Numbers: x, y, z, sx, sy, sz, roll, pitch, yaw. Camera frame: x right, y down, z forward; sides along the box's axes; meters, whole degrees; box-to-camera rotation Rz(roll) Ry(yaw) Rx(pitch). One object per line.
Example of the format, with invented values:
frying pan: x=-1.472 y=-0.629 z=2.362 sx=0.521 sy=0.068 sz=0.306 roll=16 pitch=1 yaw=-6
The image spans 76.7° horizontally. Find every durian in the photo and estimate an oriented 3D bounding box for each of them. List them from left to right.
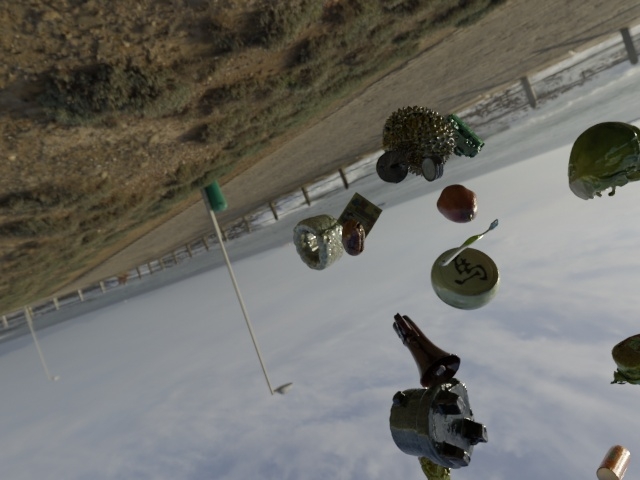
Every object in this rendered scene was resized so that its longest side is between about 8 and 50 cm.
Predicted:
durian: x=0.361 y=-0.379 z=1.503 sx=0.292 sy=0.259 sz=0.258 roll=23 pitch=174 yaw=-8

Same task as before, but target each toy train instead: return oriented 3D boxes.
toy train: x=0.701 y=-0.527 z=2.062 sx=0.115 sy=0.269 sz=0.154 roll=-48 pitch=169 yaw=35

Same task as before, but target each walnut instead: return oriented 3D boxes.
walnut: x=0.153 y=-0.016 z=1.878 sx=0.115 sy=0.207 sz=0.116 roll=-5 pitch=-147 yaw=3

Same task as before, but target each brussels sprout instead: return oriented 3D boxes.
brussels sprout: x=1.272 y=-0.361 z=1.805 sx=0.371 sy=0.315 sz=0.276 roll=-37 pitch=171 yaw=0

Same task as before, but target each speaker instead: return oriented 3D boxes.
speaker: x=0.404 y=0.456 z=1.754 sx=0.258 sy=0.329 sz=0.198 roll=16 pitch=112 yaw=-40

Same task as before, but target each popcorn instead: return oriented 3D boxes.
popcorn: x=0.445 y=0.871 z=1.567 sx=0.126 sy=0.126 sz=0.145 roll=-4 pitch=-174 yaw=-19

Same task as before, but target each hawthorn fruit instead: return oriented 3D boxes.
hawthorn fruit: x=0.694 y=-0.166 z=2.003 sx=0.199 sy=0.200 sz=0.251 roll=-19 pitch=-148 yaw=4

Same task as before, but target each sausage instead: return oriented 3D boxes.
sausage: x=1.088 y=0.818 z=1.491 sx=0.234 sy=0.071 sz=0.071 roll=-7 pitch=172 yaw=-43

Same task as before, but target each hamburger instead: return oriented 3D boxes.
hamburger: x=1.167 y=0.450 z=1.487 sx=0.235 sy=0.125 sz=0.214 roll=-30 pitch=175 yaw=21

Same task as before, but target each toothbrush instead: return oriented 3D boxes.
toothbrush: x=0.431 y=0.008 z=1.165 sx=0.262 sy=0.026 sz=0.022 roll=-32 pitch=-135 yaw=-23

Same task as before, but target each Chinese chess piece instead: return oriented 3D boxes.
Chinese chess piece: x=0.540 y=0.139 z=1.515 sx=0.250 sy=0.251 sz=0.101 roll=-19 pitch=138 yaw=-7

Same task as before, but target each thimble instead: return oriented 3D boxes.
thimble: x=0.000 y=0.000 z=2.205 sx=0.195 sy=0.292 sz=0.291 roll=-26 pitch=-175 yaw=-38

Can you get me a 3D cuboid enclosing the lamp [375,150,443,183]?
lamp: x=0.287 y=-0.234 z=1.223 sx=0.108 sy=0.130 sz=0.371 roll=-13 pitch=-175 yaw=-14

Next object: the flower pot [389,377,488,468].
flower pot: x=0.429 y=0.641 z=1.456 sx=0.298 sy=0.300 sz=0.282 roll=-20 pitch=178 yaw=-38

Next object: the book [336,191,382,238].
book: x=0.193 y=-0.118 z=1.993 sx=0.192 sy=0.167 sz=0.013 roll=-57 pitch=-176 yaw=-15
